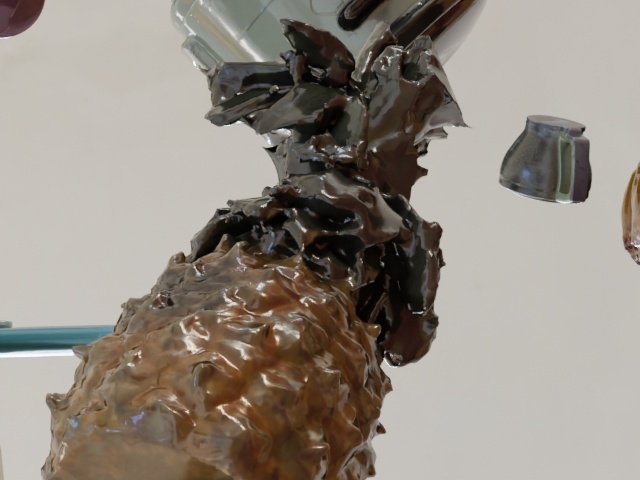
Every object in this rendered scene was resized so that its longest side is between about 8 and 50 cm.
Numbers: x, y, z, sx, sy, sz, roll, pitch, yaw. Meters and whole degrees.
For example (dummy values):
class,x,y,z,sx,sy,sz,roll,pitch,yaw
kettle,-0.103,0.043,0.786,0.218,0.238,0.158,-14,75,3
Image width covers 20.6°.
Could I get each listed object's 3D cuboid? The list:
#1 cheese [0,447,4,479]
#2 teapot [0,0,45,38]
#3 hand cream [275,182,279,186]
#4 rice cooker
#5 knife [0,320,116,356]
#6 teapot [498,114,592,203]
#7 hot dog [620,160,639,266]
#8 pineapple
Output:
class,x,y,z,sx,sy,sz,roll,pitch,yaw
cheese,-0.312,0.269,1.419,0.242,0.124,0.265,123,144,-82
teapot,-0.300,-0.257,1.651,0.116,0.148,0.146,55,176,-38
hand cream,-0.011,-0.026,1.355,0.023,0.122,0.036,23,-84,-19
rice cooker,0.015,-0.192,1.474,0.227,0.241,0.280,46,173,3
knife,-0.245,0.080,1.441,0.064,0.222,0.031,29,-120,-73
teapot,0.165,-0.057,1.239,0.088,0.066,0.057,-136,51,-65
hot dog,0.416,-0.015,1.341,0.365,0.367,0.196,49,-139,-65
pineapple,-0.011,0.010,0.643,0.119,0.111,0.237,60,-139,-35
